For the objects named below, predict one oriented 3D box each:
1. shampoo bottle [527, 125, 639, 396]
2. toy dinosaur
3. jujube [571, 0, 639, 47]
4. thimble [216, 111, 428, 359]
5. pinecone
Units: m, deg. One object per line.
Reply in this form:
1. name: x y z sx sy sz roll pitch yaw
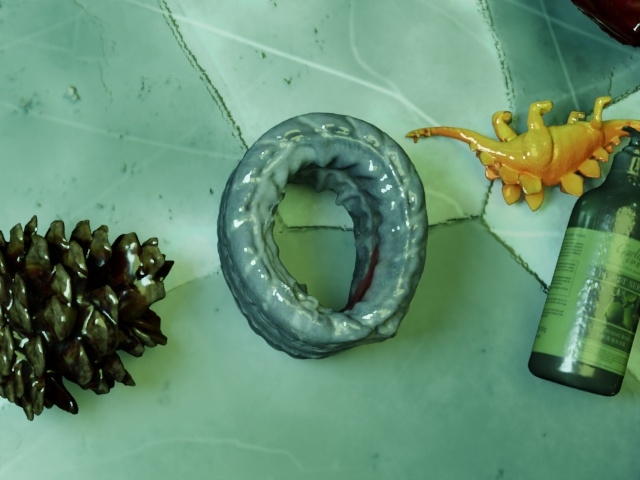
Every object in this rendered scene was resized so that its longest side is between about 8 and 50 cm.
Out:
1. shampoo bottle: 0.307 0.021 1.380 0.101 0.101 0.284 18 84 -11
2. toy dinosaur: 0.242 -0.093 1.428 0.288 0.070 0.117 -7 81 -12
3. jujube: 0.360 -0.326 1.449 0.342 0.216 0.216 25 73 3
4. thimble: 0.000 0.000 1.289 0.205 0.172 0.236 -19 82 -15
5. pinecone: -0.235 0.070 1.211 0.205 0.179 0.184 4 100 -31
